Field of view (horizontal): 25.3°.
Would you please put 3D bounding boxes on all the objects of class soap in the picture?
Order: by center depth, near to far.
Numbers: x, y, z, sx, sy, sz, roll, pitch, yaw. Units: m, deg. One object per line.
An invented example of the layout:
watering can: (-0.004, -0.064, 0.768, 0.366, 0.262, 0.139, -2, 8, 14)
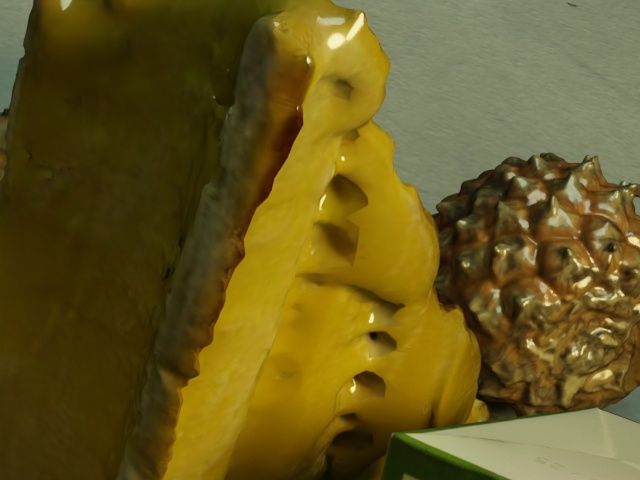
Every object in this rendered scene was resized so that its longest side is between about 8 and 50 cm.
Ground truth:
soap: (0.000, 0.000, 0.664, 0.169, 0.338, 0.304, 36, 36, 24)

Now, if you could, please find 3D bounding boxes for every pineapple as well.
pineapple: (0.137, 0.015, 0.898, 0.166, 0.166, 0.193, 6, 30, -21)

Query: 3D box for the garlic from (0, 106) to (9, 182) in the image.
garlic: (-0.067, -0.039, 0.922, 0.237, 0.210, 0.292, -3, 15, 39)

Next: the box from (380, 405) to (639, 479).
box: (0.134, 0.167, 0.557, 0.195, 0.148, 0.177, 19, 10, 36)
